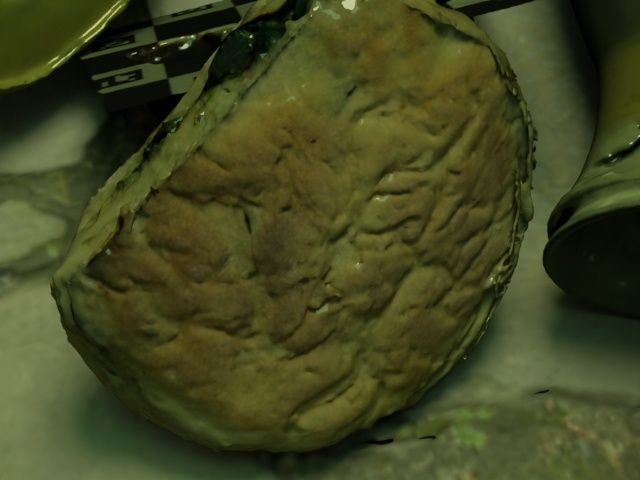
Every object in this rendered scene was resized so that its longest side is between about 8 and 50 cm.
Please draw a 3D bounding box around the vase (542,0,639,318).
[{"bbox_3d":[0.175,-0.129,0.741,0.173,0.173,0.321,8,65,4],"label":"vase"}]

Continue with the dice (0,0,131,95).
[{"bbox_3d":[-0.185,-0.180,0.738,0.169,0.169,0.166,34,66,32],"label":"dice"}]

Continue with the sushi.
[{"bbox_3d":[-0.003,-0.085,0.747,0.215,0.050,0.192,-16,19,-9],"label":"sushi"}]

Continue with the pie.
[{"bbox_3d":[0.001,0.001,0.652,0.218,0.185,0.052,-47,25,5],"label":"pie"}]
